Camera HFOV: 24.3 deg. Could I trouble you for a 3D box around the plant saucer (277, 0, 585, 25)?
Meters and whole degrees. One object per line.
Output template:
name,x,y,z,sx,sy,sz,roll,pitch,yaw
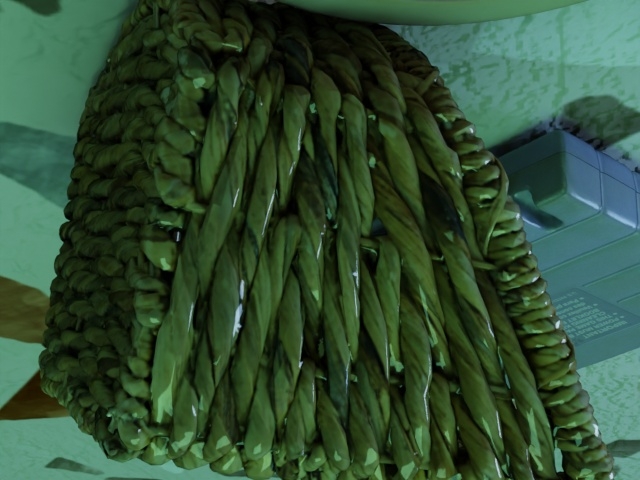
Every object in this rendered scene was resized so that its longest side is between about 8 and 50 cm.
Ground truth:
plant saucer,0.060,-0.175,0.523,0.332,0.084,0.332,-6,156,-2

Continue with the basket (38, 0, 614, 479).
basket,0.000,0.000,0.715,0.223,0.214,0.299,10,177,-15

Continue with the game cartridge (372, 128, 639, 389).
game cartridge,0.095,0.044,1.023,0.230,0.068,0.355,19,147,-42
